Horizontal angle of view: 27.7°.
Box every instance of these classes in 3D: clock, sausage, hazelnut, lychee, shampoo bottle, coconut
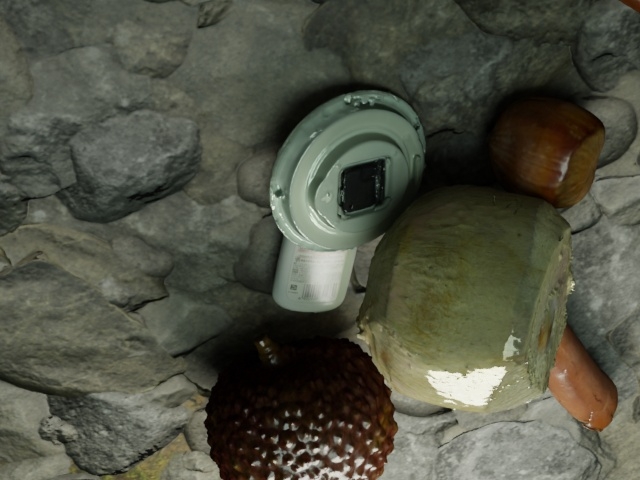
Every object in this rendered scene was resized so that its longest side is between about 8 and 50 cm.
[{"bbox_3d":[0.047,-0.079,1.678,0.236,0.053,0.237,-18,128,-24],"label":"clock"},{"bbox_3d":[0.343,0.146,1.950,0.094,0.094,0.419,-53,131,-19],"label":"sausage"},{"bbox_3d":[0.296,-0.118,1.706,0.150,0.150,0.150,-6,130,-7],"label":"hazelnut"},{"bbox_3d":[-0.027,0.265,1.852,0.275,0.276,0.304,-19,113,4],"label":"lychee"},{"bbox_3d":[0.000,0.000,1.779,0.108,0.051,0.221,3,125,-14],"label":"shampoo bottle"},{"bbox_3d":[0.183,0.074,1.692,0.254,0.297,0.297,12,135,23],"label":"coconut"}]

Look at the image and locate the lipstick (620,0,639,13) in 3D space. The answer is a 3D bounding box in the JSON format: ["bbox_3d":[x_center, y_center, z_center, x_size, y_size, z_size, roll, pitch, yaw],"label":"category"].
[{"bbox_3d":[0.362,-0.329,1.569,0.418,0.077,0.077,23,121,-29],"label":"lipstick"}]
